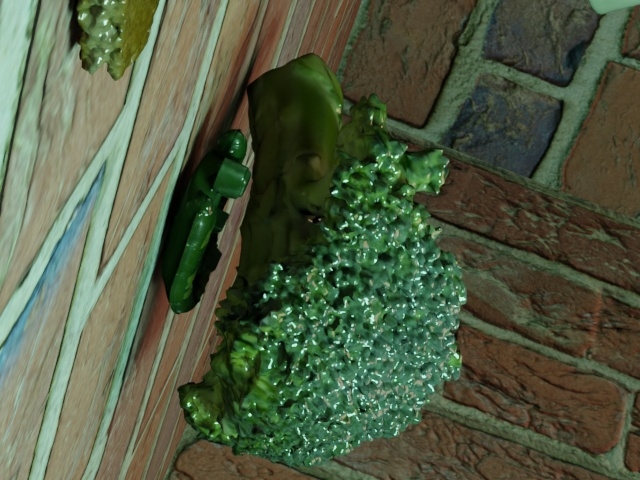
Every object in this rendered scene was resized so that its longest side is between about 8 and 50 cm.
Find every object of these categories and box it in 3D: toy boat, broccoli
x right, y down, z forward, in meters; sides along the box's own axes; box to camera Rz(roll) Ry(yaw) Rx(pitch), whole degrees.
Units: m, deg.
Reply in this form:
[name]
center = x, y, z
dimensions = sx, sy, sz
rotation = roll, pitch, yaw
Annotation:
[toy boat]
center = -0.102, -0.009, 1.467
dimensions = 0.210, 0.052, 0.104
rotation = 112, -3, -54
[broccoli]
center = -0.020, 0.030, 1.584
dimensions = 0.353, 0.275, 0.397
rotation = -56, -147, 5

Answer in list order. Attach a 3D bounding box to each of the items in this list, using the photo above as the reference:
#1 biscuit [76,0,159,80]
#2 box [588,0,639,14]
[biscuit]
center = -0.066, -0.163, 0.690
dimensions = 0.131, 0.026, 0.237
rotation = -64, 176, -62
[box]
center = 0.190, -0.410, 1.350
dimensions = 0.367, 0.090, 0.373
rotation = 46, 39, -55
